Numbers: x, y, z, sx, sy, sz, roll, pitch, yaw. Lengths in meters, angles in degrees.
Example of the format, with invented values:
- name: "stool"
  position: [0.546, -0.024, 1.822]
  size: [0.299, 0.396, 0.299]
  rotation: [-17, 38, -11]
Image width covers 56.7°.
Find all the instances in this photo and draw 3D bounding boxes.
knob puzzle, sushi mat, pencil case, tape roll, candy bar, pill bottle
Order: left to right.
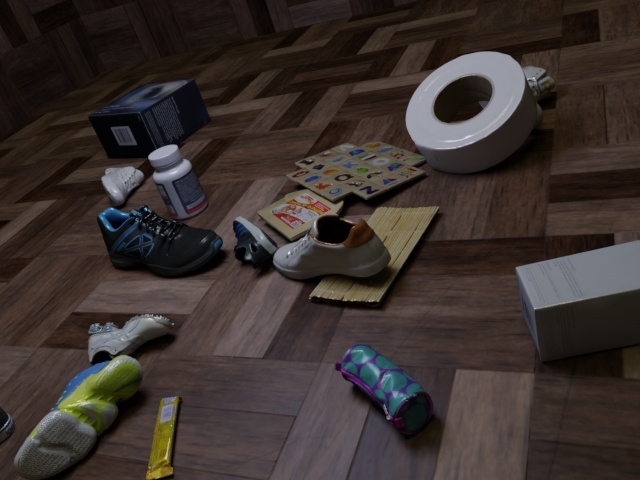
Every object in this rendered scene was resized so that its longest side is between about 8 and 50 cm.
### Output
- name: "candy bar"
  position: [-0.243, 0.303, 0.930]
  size: [0.040, 0.018, 0.161]
  rotation: [-14, 31, 2]
- name: "pill bottle"
  position: [-0.380, -0.156, 1.573]
  size: [0.108, 0.180, 0.108]
  rotation: [-14, 32, 8]
- name: "knob puzzle"
  position: [-0.027, -0.069, 1.387]
  size: [0.213, 0.030, 0.213]
  rotation: [-11, 32, 7]
- name: "sushi mat"
  position: [0.113, 0.022, 1.177]
  size: [0.151, 0.019, 0.316]
  rotation: [3, 37, 34]
- name: "pencil case"
  position: [0.090, 0.209, 0.852]
  size: [0.070, 0.064, 0.152]
  rotation: [-15, 26, -27]
- name: "tape roll"
  position: [0.343, -0.295, 1.371]
  size: [0.286, 0.100, 0.286]
  rotation: [-19, 51, 25]

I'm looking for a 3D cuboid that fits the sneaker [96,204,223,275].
- name: "sneaker"
  position: [-0.385, -0.006, 1.379]
  size: [0.341, 0.139, 0.125]
  rotation: [0, 34, 27]

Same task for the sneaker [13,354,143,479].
- name: "sneaker"
  position: [-0.408, 0.292, 0.997]
  size: [0.240, 0.091, 0.126]
  rotation: [-43, 20, -33]

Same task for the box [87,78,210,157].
- name: "box"
  position: [-0.623, -0.449, 2.173]
  size: [0.296, 0.182, 0.294]
  rotation: [5, 37, 34]

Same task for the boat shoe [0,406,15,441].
- name: "boat shoe"
  position: [-0.657, 0.344, 1.041]
  size: [0.219, 0.070, 0.078]
  rotation: [-23, 31, -6]

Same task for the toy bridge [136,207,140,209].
- name: "toy bridge"
  position: [-0.471, -0.047, 1.600]
  size: [0.063, 0.026, 0.188]
  rotation: [-19, 31, -5]

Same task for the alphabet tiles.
- name: "alphabet tiles"
  position: [0.089, -0.182, 1.491]
  size: [0.285, 0.011, 0.342]
  rotation: [-25, 31, -22]

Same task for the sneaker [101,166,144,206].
- name: "sneaker"
  position: [-0.605, -0.183, 1.833]
  size: [0.115, 0.090, 0.232]
  rotation: [-19, 32, -7]

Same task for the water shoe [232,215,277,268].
- name: "water shoe"
  position: [-0.167, 0.003, 1.308]
  size: [0.080, 0.073, 0.203]
  rotation: [-47, 26, -8]

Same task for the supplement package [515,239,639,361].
- name: "supplement package"
  position: [0.385, 0.086, 0.844]
  size: [0.179, 0.105, 0.105]
  rotation: [-13, 31, 11]

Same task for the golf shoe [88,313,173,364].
- name: "golf shoe"
  position: [-0.366, 0.197, 1.142]
  size: [0.176, 0.069, 0.086]
  rotation: [-15, 51, 13]

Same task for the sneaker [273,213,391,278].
- name: "sneaker"
  position: [0.000, 0.000, 1.148]
  size: [0.290, 0.123, 0.106]
  rotation: [-6, 34, 45]

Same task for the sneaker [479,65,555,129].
- name: "sneaker"
  position: [0.523, -0.371, 1.490]
  size: [0.169, 0.108, 0.292]
  rotation: [-22, 30, 1]
